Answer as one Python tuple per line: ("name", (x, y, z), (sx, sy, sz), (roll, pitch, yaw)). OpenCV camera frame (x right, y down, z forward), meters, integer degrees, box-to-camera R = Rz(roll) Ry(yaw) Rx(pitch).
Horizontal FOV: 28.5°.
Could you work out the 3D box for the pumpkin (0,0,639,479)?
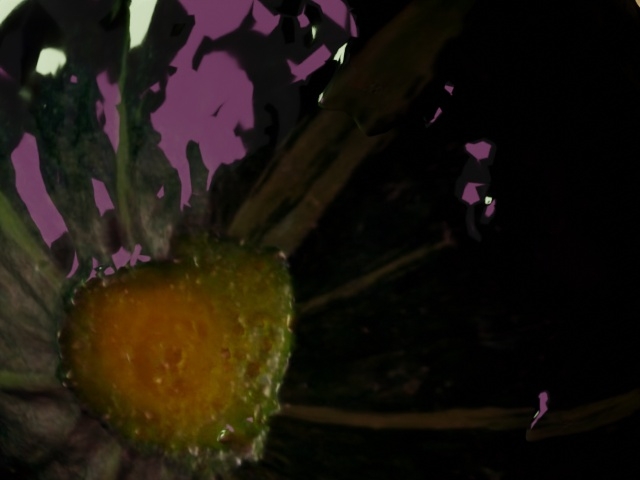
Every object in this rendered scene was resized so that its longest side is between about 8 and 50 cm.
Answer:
("pumpkin", (0.000, 0.000, 0.467), (0.296, 0.296, 0.296), (-6, 82, 43))
